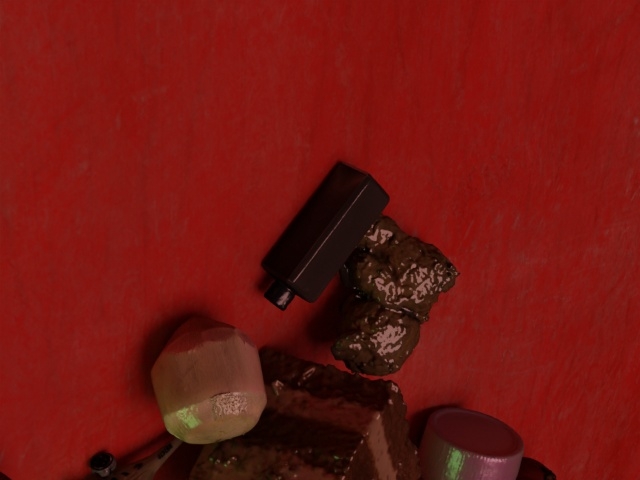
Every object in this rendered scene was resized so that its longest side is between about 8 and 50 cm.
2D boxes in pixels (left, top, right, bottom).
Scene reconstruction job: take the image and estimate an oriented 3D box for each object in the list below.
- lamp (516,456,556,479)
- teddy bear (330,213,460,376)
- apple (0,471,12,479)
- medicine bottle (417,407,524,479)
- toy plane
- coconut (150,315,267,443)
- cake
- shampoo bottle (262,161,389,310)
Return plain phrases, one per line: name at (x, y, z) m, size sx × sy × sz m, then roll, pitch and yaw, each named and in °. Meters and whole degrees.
lamp at (0.444, 0.592, 2.207) m, size 0.226 × 0.227 × 0.227 m, roll -21°, pitch 125°, yaw -34°
teddy bear at (0.115, 0.107, 1.673) m, size 0.267 × 0.156 × 0.256 m, roll 29°, pitch 93°, yaw -48°
apple at (-0.460, 0.386, 1.254) m, size 0.218 × 0.201 × 0.218 m, roll -18°, pitch 126°, yaw -27°
medicine bottle at (0.259, 0.546, 1.993) m, size 0.219 × 0.219 × 0.389 m, roll -2°, pitch 114°, yaw -42°
toy plane at (-0.265, 0.347, 1.491) m, size 0.286 × 0.108 × 0.092 m, roll -41°, pitch 134°, yaw -36°
coconut at (-0.163, 0.197, 1.463) m, size 0.170 × 0.183 × 0.171 m, roll -13°, pitch 152°, yaw -7°
cake at (-0.018, 0.365, 1.566) m, size 0.290 × 0.255 × 0.282 m, roll -57°, pitch 143°, yaw -40°
shampoo bottle at (0.000, 0.000, 1.560) m, size 0.246 × 0.080 × 0.079 m, roll -53°, pitch 135°, yaw -8°
